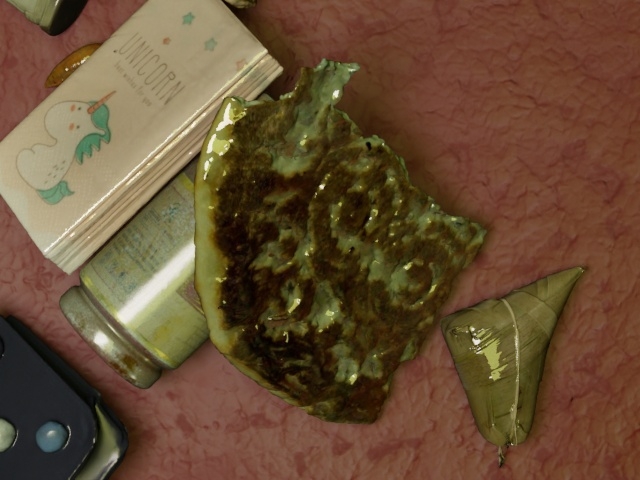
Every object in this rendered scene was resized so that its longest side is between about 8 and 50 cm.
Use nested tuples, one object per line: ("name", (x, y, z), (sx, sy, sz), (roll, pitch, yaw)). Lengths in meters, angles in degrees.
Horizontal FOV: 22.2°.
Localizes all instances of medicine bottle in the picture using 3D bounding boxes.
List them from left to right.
("medicine bottle", (-0.122, 0.003, 1.770), (0.322, 0.151, 0.151), (-44, 90, 1))

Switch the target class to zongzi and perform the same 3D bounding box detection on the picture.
("zongzi", (0.243, 0.141, 1.810), (0.178, 0.081, 0.189), (-22, 96, -10))

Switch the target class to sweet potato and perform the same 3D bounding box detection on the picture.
("sweet potato", (-0.269, -0.196, 1.830), (0.095, 0.034, 0.034), (-30, 90, -1))

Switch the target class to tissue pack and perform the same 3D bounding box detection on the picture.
("tissue pack", (-0.208, -0.132, 1.777), (0.325, 0.071, 0.170), (-43, 57, 2))

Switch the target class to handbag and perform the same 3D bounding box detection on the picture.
("handbag", (-0.395, 0.248, 1.763), (0.269, 0.118, 0.325), (39, 90, 26))

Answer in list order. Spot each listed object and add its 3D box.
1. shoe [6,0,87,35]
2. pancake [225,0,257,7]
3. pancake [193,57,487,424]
("shoe", (-0.275, -0.366, 1.797), (0.098, 0.103, 0.275), (25, 91, 4))
("pancake", (-0.133, -0.307, 1.775), (0.158, 0.158, 0.028), (42, 104, 0))
("pancake", (-0.003, 0.005, 1.712), (0.305, 0.067, 0.427), (-47, 127, -7))
